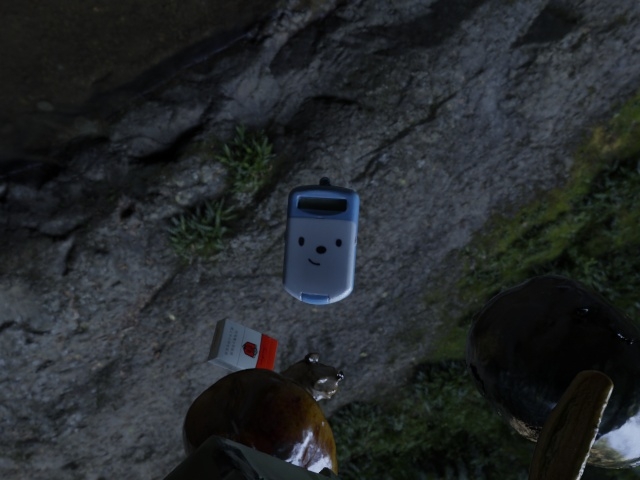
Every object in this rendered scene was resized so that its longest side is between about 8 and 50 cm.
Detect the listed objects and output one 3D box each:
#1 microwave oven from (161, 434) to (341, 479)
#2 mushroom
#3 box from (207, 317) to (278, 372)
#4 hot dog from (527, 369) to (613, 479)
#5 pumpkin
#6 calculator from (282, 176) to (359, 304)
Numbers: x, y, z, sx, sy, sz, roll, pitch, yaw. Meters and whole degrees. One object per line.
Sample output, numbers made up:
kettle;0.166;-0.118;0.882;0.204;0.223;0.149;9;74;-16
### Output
microwave oven;0.006;0.308;0.379;0.218;0.286;0.355;-42;148;-7
mushroom;-0.097;0.388;1.157;0.345;0.345;0.259;-37;-171;39
box;-0.175;0.252;1.304;0.152;0.100;0.048;32;142;-31
hot dog;0.211;0.173;0.491;0.137;0.044;0.028;-60;140;-19
pumpkin;0.529;0.279;1.228;0.343;0.455;0.454;-54;162;5
calculator;0.000;0.000;0.937;0.121;0.210;0.039;5;180;9
